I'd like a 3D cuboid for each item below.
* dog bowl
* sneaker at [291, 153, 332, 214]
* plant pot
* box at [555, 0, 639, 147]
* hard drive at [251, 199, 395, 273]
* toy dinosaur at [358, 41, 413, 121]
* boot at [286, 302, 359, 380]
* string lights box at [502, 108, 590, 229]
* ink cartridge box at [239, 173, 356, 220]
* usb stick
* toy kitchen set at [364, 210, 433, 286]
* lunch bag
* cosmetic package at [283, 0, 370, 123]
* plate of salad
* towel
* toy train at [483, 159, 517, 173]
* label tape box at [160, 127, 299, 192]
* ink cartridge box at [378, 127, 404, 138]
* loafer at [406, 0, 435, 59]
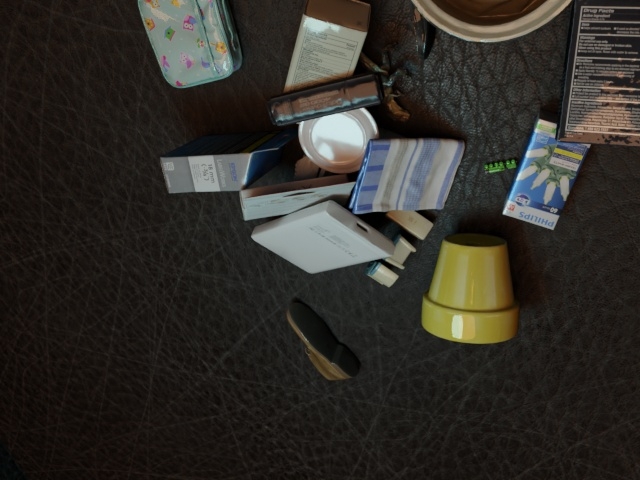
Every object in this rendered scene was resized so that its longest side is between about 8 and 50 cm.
[{"bbox_3d":[0.362,-0.624,1.416,0.407,0.150,0.408,8,114,18],"label":"dog bowl"},{"bbox_3d":[-0.033,-0.168,1.884,0.094,0.090,0.235,37,121,13],"label":"sneaker"},{"bbox_3d":[0.393,0.113,1.793,0.253,0.254,0.239,4,104,18],"label":"plant pot"},{"bbox_3d":[0.658,-0.342,1.426,0.296,0.182,0.294,7,102,16],"label":"box"},{"bbox_3d":[0.000,0.000,1.850,0.233,0.047,0.353,32,152,-27],"label":"hard drive"},{"bbox_3d":[0.156,-0.412,1.684,0.118,0.064,0.268,-28,103,37],"label":"toy dinosaur"},{"bbox_3d":[-0.019,0.325,2.138,0.115,0.112,0.305,-28,108,41],"label":"boot"},{"bbox_3d":[0.547,-0.169,1.664,0.133,0.077,0.260,18,122,9],"label":"string lights box"},{"bbox_3d":[-0.062,-0.119,1.708,0.275,0.239,0.060,-9,79,-7],"label":"ink cartridge box"},{"bbox_3d":[0.012,-0.327,1.597,0.277,0.045,0.077,-10,110,18],"label":"usb stick"},{"bbox_3d":[0.190,0.009,1.905,0.122,0.166,0.207,35,87,-2],"label":"toy kitchen set"},{"bbox_3d":[-0.325,-0.542,1.755,0.224,0.108,0.279,-5,116,23],"label":"lunch bag"},{"bbox_3d":[0.005,-0.420,1.635,0.153,0.129,0.296,15,138,-7],"label":"cosmetic package"},{"bbox_3d":[0.045,-0.256,1.675,0.199,0.048,0.200,7,122,11],"label":"plate of salad"},{"bbox_3d":[0.219,-0.159,1.712,0.284,0.034,0.209,-3,126,-27],"label":"towel"},{"bbox_3d":[0.450,-0.184,1.723,0.083,0.017,0.024,-10,86,25],"label":"toy train"},{"bbox_3d":[-0.212,-0.212,1.815,0.333,0.240,0.106,-1,112,21],"label":"label tape box"},{"bbox_3d":[0.148,-0.183,1.771,0.072,0.127,0.175,21,123,7],"label":"ink cartridge box"},{"bbox_3d":[0.231,-0.508,1.605,0.061,0.062,0.170,9,111,25],"label":"loafer"}]
